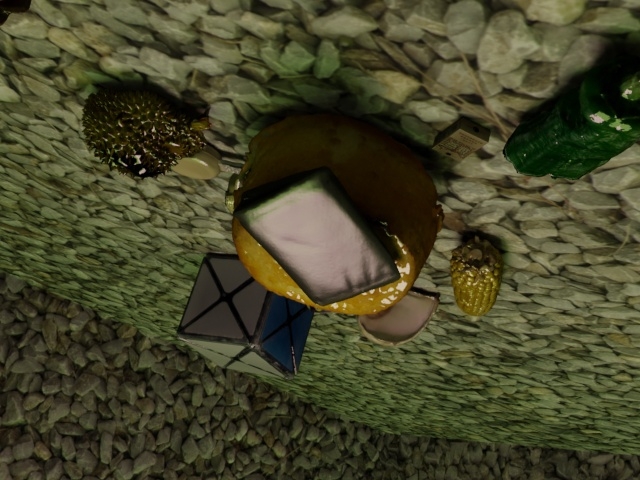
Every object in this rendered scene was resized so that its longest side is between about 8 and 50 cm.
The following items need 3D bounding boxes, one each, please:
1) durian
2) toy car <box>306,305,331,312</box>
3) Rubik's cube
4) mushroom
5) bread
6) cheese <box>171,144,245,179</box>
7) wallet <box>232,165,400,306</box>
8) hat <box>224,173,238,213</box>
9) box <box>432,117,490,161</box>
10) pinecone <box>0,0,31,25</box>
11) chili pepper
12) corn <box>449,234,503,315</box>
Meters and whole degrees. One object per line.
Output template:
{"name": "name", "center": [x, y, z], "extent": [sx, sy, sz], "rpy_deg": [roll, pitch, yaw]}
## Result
{"name": "durian", "center": [-0.306, -0.176, 1.316], "extent": [0.237, 0.137, 0.193], "rpy_deg": [3, 155, 28]}
{"name": "toy car", "center": [0.021, 0.078, 1.612], "extent": [0.235, 0.157, 0.172], "rpy_deg": [-1, 175, -33]}
{"name": "Rubik's cube", "center": [-0.190, 0.199, 1.996], "extent": [0.255, 0.259, 0.260], "rpy_deg": [3, 151, 28]}
{"name": "mushroom", "center": [0.147, 0.193, 1.860], "extent": [0.236, 0.162, 0.173], "rpy_deg": [19, 157, -1]}
{"name": "bread", "center": [0.014, -0.033, 1.257], "extent": [0.358, 0.204, 0.336], "rpy_deg": [25, 130, -2]}
{"name": "cheese", "center": [-0.216, -0.152, 1.431], "extent": [0.171, 0.047, 0.092], "rpy_deg": [5, 158, 27]}
{"name": "wallet", "center": [0.000, 0.000, 1.128], "extent": [0.169, 0.052, 0.245], "rpy_deg": [-20, 127, 25]}
{"name": "hat", "center": [-0.153, -0.091, 1.492], "extent": [0.059, 0.077, 0.076], "rpy_deg": [9, 157, 17]}
{"name": "box", "center": [0.216, -0.154, 1.153], "extent": [0.053, 0.024, 0.083], "rpy_deg": [22, 156, -15]}
{"name": "pinecone", "center": [-0.455, -0.354, 0.858], "extent": [0.264, 0.264, 0.264], "rpy_deg": [14, 158, 6]}
{"name": "chili pepper", "center": [0.349, -0.153, 0.963], "extent": [0.136, 0.099, 0.270], "rpy_deg": [26, 163, 0]}
{"name": "corn", "center": [0.325, 0.089, 1.563], "extent": [0.106, 0.106, 0.305], "rpy_deg": [10, 158, 15]}
